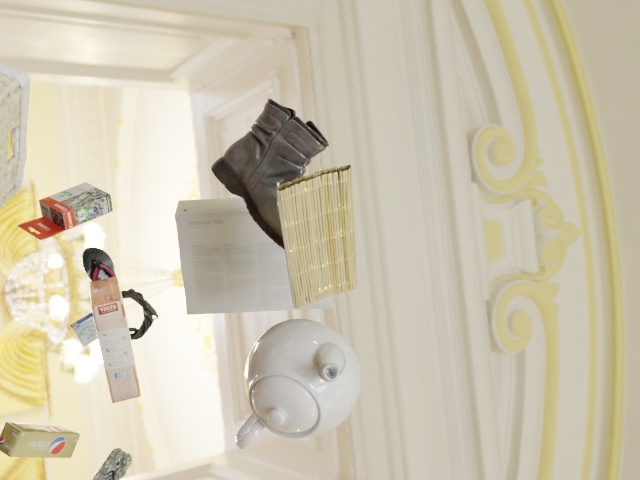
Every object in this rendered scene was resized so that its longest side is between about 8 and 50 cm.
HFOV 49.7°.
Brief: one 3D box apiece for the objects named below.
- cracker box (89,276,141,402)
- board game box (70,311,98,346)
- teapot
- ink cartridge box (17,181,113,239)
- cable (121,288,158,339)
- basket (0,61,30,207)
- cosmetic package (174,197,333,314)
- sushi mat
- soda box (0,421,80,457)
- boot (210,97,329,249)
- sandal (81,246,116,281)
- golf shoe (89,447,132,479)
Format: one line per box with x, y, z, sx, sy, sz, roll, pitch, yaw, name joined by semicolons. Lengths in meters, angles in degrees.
-0.450;0.213;1.512;0.155;0.067;0.232;-141;-138;-65;cracker box
-0.664;0.253;2.002;0.020;0.090;0.090;39;-28;40;board game box
-0.053;0.291;1.339;0.252;0.187;0.256;6;-61;22;teapot
-0.356;-0.042;0.961;0.063;0.115;0.029;24;-53;33;ink cartridge box
-0.613;0.235;2.195;0.047;0.150;0.184;43;-11;51;cable
-0.800;-0.203;1.393;0.266;0.331;0.328;-83;-166;-50;basket
-0.157;0.036;1.727;0.097;0.377;0.284;-98;-174;-60;cosmetic package
0.000;0.000;1.343;0.019;0.151;0.317;-124;-159;-45;sushi mat
-0.641;0.456;1.577;0.058;0.181;0.061;17;-99;29;soda box
-0.057;-0.127;1.436;0.223;0.118;0.338;-46;-102;9;boot
-0.509;0.098;1.635;0.040;0.067;0.179;2;-69;63;sandal
-0.473;0.531;1.479;0.069;0.176;0.086;41;-35;1;golf shoe
